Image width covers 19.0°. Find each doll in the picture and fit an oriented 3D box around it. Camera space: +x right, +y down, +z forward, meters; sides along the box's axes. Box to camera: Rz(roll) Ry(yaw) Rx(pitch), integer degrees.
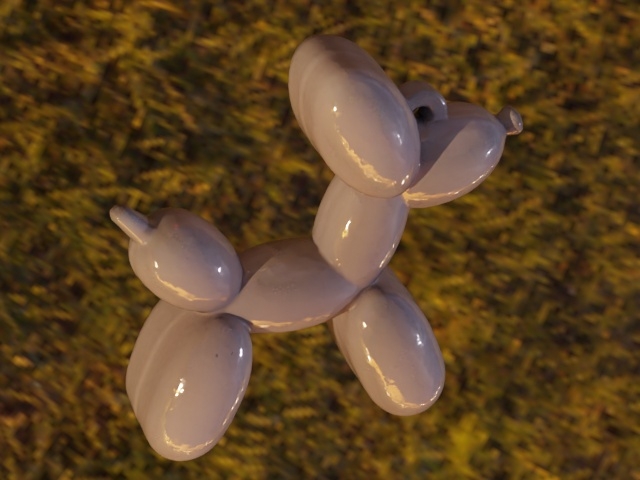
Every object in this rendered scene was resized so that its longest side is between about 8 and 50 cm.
[{"bbox_3d":[0.000,0.000,0.726,0.161,0.059,0.160,-11,125,-16],"label":"doll"}]
